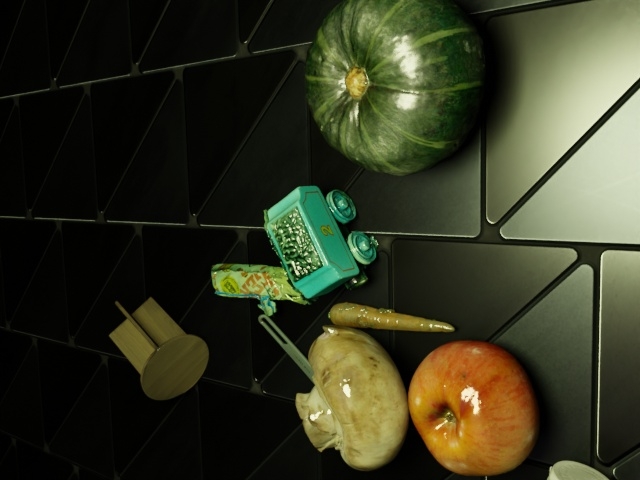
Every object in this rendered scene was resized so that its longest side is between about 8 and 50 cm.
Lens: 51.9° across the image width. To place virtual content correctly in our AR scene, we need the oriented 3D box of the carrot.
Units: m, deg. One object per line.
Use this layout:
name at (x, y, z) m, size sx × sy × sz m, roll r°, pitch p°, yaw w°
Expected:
carrot at (0.121, 0.142, 1.168) m, size 0.254 × 0.049 × 0.049 m, roll 4°, pitch 98°, yaw 35°

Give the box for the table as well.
table at (-0.387, 0.231, 1.516) m, size 0.226 × 0.167 × 0.167 m, roll 35°, pitch 116°, yaw 39°

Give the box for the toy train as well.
toy train at (0.000, 0.000, 1.167) m, size 0.112 × 0.163 × 0.203 m, roll -37°, pitch 74°, yaw 33°

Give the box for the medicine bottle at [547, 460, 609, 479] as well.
medicine bottle at (0.355, 0.441, 0.966) m, size 0.135 × 0.135 × 0.215 m, roll 24°, pitch 110°, yaw 33°

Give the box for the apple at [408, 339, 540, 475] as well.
apple at (0.234, 0.262, 1.019) m, size 0.209 × 0.164 × 0.210 m, roll 6°, pitch 99°, yaw 40°

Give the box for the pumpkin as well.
pumpkin at (0.115, -0.251, 1.024) m, size 0.300 × 0.207 × 0.300 m, roll 22°, pitch 122°, yaw 39°

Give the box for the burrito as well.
burrito at (-0.123, 0.101, 1.343) m, size 0.288 × 0.054 × 0.104 m, roll 1°, pitch 97°, yaw 38°

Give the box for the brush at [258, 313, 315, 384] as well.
brush at (-0.037, 0.236, 1.318) m, size 0.266 × 0.027 × 0.062 m, roll 43°, pitch 119°, yaw 30°

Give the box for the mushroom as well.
mushroom at (0.053, 0.261, 1.120) m, size 0.184 × 0.255 × 0.255 m, roll -24°, pitch 79°, yaw 6°
